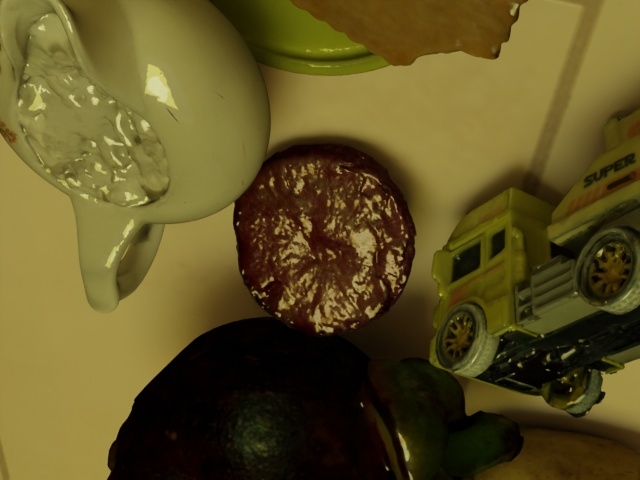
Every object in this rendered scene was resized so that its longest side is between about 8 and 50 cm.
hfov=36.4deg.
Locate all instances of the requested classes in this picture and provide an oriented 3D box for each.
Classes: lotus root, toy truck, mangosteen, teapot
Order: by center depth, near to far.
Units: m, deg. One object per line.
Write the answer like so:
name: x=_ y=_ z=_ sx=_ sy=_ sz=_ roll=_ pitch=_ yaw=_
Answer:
toy truck: x=0.191 y=0.001 z=0.628 sx=0.124 sy=0.157 sz=0.272 roll=21 pitch=146 yaw=-26
teapot: x=-0.134 y=-0.080 z=0.653 sx=0.204 sy=0.139 sz=0.298 roll=11 pitch=143 yaw=13
mangosteen: x=-0.024 y=0.203 z=0.805 sx=0.311 sy=0.311 sz=0.311 roll=10 pitch=135 yaw=10
lotus root: x=0.204 y=0.229 z=0.873 sx=0.220 sy=0.118 sz=0.125 roll=3 pitch=117 yaw=12

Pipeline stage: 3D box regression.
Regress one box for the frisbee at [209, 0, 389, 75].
frisbee: x=-0.011 y=-0.202 z=0.589 sx=0.236 sy=0.017 sz=0.236 roll=10 pitch=136 yaw=10

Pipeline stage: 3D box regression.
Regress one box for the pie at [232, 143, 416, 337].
pie: x=0.000 y=0.000 z=0.730 sx=0.154 sy=0.036 sz=0.154 roll=5 pitch=106 yaw=18

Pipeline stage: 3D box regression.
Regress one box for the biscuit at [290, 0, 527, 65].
biscuit: x=0.022 y=-0.210 z=0.498 sx=0.237 sy=0.013 sz=0.232 roll=35 pitch=136 yaw=11
